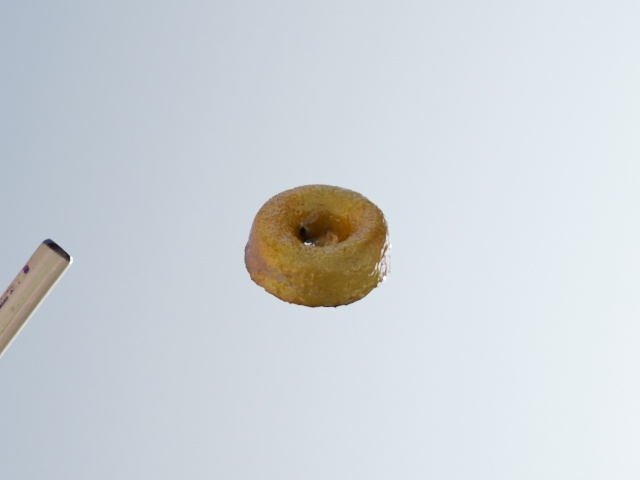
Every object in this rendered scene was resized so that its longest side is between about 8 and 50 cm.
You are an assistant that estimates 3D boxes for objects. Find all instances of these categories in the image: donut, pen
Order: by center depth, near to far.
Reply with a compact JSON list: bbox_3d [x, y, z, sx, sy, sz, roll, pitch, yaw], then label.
[{"bbox_3d":[-0.281,0.114,0.898,0.033,0.033,0.269,40,-99,-27],"label":"pen"},{"bbox_3d":[0.000,0.000,1.113,0.152,0.152,0.058,-17,-46,-29],"label":"donut"}]
